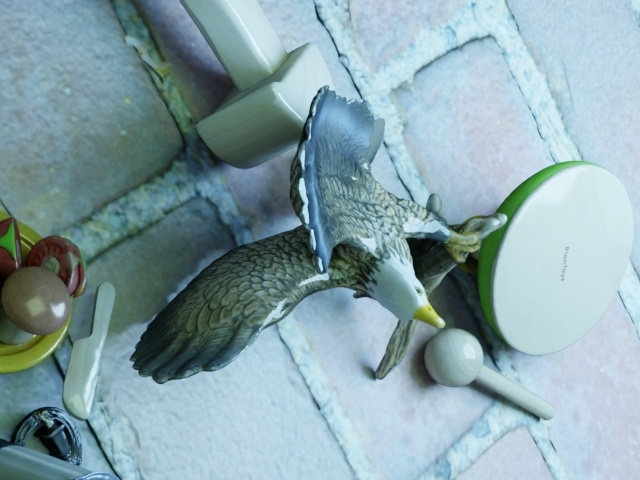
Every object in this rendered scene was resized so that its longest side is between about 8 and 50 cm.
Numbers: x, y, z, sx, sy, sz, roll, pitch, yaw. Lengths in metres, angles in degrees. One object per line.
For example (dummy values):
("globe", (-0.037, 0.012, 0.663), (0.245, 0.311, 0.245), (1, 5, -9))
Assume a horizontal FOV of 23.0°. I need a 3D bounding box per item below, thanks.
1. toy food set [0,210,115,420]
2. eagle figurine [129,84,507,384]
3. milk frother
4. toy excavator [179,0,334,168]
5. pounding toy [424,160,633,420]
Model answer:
("toy food set", (-0.229, 0.021, 1.117), (0.218, 0.071, 0.128), (30, 52, -19))
("eagle figurine", (0.007, 0.003, 1.223), (0.298, 0.225, 0.226), (7, 86, -44))
("milk frother", (-0.185, 0.171, 1.085), (0.143, 0.134, 0.129), (-55, 143, -31))
("toy excavator", (-0.169, -0.269, 1.157), (0.445, 0.222, 0.433), (-6, 72, -63))
("pounding toy", (0.177, 0.027, 1.453), (0.183, 0.110, 0.237), (23, 93, -44))
